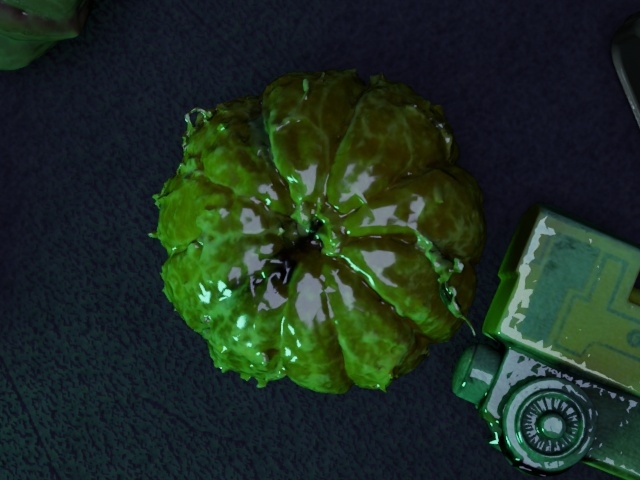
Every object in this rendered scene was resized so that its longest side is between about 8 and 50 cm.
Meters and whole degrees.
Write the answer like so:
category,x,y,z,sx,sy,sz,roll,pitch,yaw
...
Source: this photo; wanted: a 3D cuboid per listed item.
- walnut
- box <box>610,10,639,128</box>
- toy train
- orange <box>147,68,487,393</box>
category,x,y,z,sx,sy,sz,roll,pitch,yaw
walnut,-0.298,-0.264,1.258,0.224,0.224,0.224,0,92,2
box,0.402,-0.108,1.272,0.178,0.138,0.274,-22,93,-3
toy train,0.316,0.139,1.277,0.369,0.150,0.237,23,87,0
orange,0.000,0.000,1.243,0.301,0.223,0.300,-24,80,6
